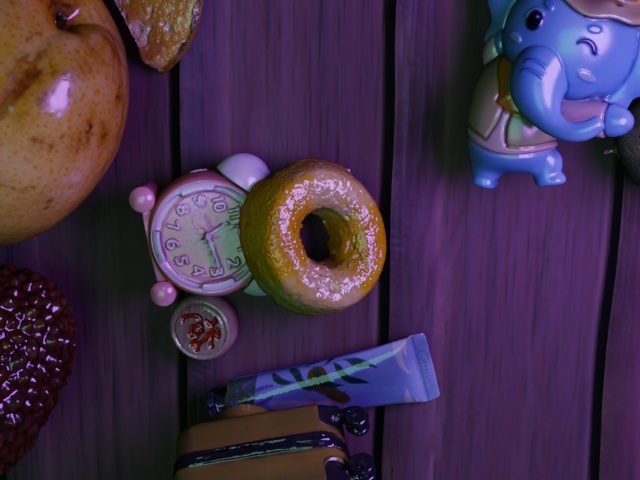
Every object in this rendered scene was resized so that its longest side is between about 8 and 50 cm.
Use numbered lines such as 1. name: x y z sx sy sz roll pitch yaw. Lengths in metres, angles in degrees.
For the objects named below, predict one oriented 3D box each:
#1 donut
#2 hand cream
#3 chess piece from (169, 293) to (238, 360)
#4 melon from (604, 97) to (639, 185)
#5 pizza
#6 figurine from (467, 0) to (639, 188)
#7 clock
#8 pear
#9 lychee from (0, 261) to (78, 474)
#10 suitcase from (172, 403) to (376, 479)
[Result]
1. donut: 0.000 0.000 1.114 0.162 0.065 0.178 -37 105 -14
2. hand cream: -0.001 0.171 1.197 0.271 0.058 0.091 -11 112 10
3. chess piece: -0.139 0.102 1.217 0.083 0.038 0.084 3 104 10
4. melon: 0.370 -0.104 1.020 0.167 0.114 0.114 -9 101 15
5. pizza: -0.186 -0.259 1.148 0.108 0.026 0.123 32 110 6
6. figurine: 0.243 -0.165 1.015 0.180 0.154 0.262 30 112 49
7. clock: -0.120 -0.011 1.165 0.162 0.093 0.166 -10 99 5
8. pear: -0.346 -0.145 1.065 0.314 0.314 0.314 3 104 11
9. lychee: -0.407 0.143 1.189 0.271 0.271 0.271 3 104 11
10. suitcase: -0.050 0.286 1.165 0.234 0.143 0.194 -9 132 2
